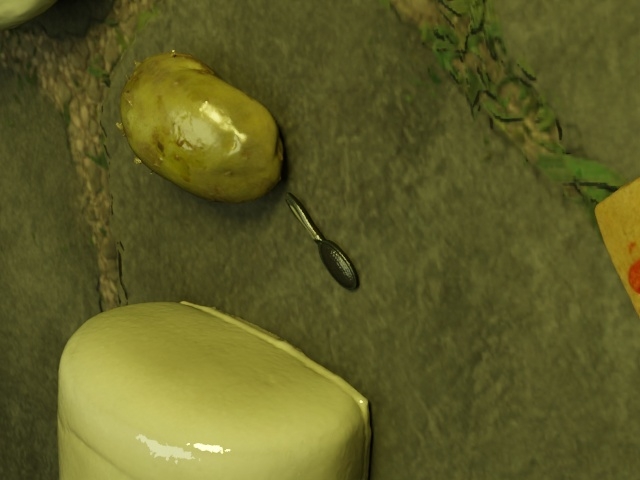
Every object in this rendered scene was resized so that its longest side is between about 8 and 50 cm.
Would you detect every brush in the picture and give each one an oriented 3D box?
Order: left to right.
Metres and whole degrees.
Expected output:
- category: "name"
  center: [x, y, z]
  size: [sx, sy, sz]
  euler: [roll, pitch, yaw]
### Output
- category: "brush"
  center: [0.000, 0.000, 0.985]
  size: [0.083, 0.008, 0.024]
  euler: [55, 140, 16]

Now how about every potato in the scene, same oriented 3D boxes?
- category: "potato"
  center: [-0.087, -0.078, 1.000]
  size: [0.138, 0.070, 0.091]
  euler: [34, 129, 33]

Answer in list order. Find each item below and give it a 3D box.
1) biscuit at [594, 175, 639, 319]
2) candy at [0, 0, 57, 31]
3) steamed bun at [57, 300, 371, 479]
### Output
- category: "biscuit"
  center: [0.235, 0.027, 0.720]
  size: [0.239, 0.041, 0.212]
  euler: [27, 125, 37]
- category: "candy"
  center: [-0.314, -0.338, 1.066]
  size: [0.427, 0.186, 0.386]
  euler: [38, 127, 25]
- category: "steamed bun"
  center: [-0.094, 0.146, 1.029]
  size: [0.242, 0.164, 0.146]
  euler: [25, 122, 40]
